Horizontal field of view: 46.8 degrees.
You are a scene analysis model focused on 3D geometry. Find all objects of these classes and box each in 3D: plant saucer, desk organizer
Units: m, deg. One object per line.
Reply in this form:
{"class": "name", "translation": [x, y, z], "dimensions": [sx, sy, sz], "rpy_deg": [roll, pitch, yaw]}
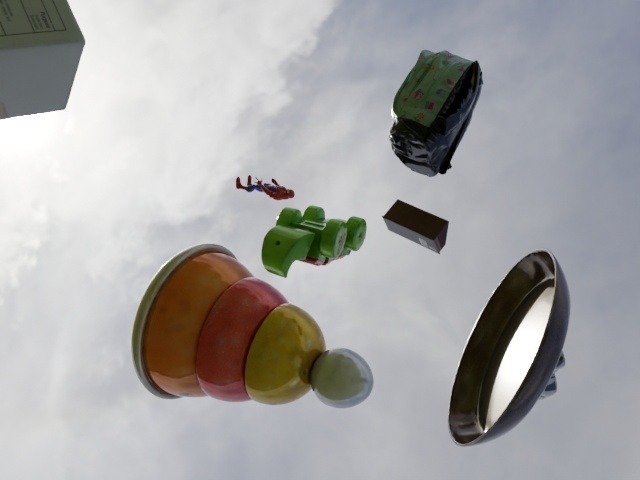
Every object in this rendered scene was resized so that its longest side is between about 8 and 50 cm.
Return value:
{"class": "plant saucer", "translation": [0.277, 0.160, 1.076], "dimensions": [0.050, 0.310, 0.311], "rpy_deg": [24, -90, -3]}
{"class": "desk organizer", "translation": [0.187, -0.029, 1.422], "dimensions": [0.130, 0.047, 0.050], "rpy_deg": [28, -111, 38]}

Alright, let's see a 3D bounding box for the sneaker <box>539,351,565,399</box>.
{"class": "sneaker", "translation": [0.331, 0.237, 1.294], "dimensions": [0.153, 0.235, 0.094], "rpy_deg": [-17, -112, 0]}

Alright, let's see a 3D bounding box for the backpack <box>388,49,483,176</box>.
{"class": "backpack", "translation": [0.179, -0.209, 1.152], "dimensions": [0.115, 0.152, 0.182], "rpy_deg": [25, -102, 17]}

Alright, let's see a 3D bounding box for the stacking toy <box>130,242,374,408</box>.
{"class": "stacking toy", "translation": [-0.113, 0.224, 1.511], "dimensions": [0.479, 0.350, 0.351], "rpy_deg": [17, -95, 30]}

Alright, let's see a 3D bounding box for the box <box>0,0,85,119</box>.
{"class": "box", "translation": [-0.391, -0.182, 0.663], "dimensions": [0.121, 0.311, 0.148], "rpy_deg": [-45, -113, 52]}

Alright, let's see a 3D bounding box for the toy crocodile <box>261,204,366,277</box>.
{"class": "toy crocodile", "translation": [0.000, 0.000, 1.331], "dimensions": [0.115, 0.340, 0.105], "rpy_deg": [15, -81, 18]}

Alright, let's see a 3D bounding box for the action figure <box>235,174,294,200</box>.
{"class": "action figure", "translation": [-0.080, -0.080, 1.119], "dimensions": [0.115, 0.038, 0.030], "rpy_deg": [21, -71, 40]}
